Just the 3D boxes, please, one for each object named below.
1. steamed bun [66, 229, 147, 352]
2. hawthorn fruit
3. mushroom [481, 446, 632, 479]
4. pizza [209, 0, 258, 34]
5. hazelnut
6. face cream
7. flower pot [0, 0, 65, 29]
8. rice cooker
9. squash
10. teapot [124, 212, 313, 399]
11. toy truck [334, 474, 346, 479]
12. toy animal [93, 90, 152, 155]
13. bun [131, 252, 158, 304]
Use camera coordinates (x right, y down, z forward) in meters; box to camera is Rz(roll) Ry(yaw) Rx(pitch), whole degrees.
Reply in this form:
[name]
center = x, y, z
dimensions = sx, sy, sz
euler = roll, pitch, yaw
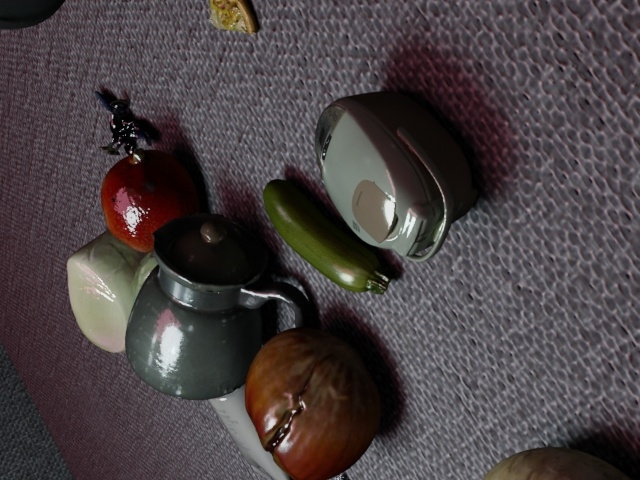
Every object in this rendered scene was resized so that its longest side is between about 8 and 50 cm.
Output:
[steamed bun]
center = -0.384, 0.103, 1.857
dimensions = 0.152, 0.170, 0.239
euler = 20, 132, 26
[hawthorn fruit]
center = -0.281, -0.075, 1.584
dimensions = 0.169, 0.169, 0.188
euler = 38, 136, 38
[mushroom]
center = 0.267, 0.330, 0.992
dimensions = 0.254, 0.195, 0.189
euler = 47, 140, 23
[pizza]
center = -0.133, -0.316, 1.315
dimensions = 0.123, 0.026, 0.108
euler = 60, 151, 8
[hazelnut]
center = -0.016, 0.231, 1.360
dimensions = 0.212, 0.181, 0.181
euler = 43, 161, 15
[face cream]
center = -0.136, 0.327, 1.710
dimensions = 0.143, 0.089, 0.315
euler = 16, 131, 51
[flower pot]
center = -0.461, -0.540, 1.425
dimensions = 0.251, 0.379, 0.380
euler = -22, 92, 38
[rice cooker]
center = 0.081, -0.078, 1.061
dimensions = 0.206, 0.127, 0.145
euler = 47, 145, 23
[squash]
center = 0.000, 0.000, 1.289
dimensions = 0.258, 0.069, 0.069
euler = 42, 142, 34
[teapot]
center = -0.165, 0.107, 1.480
dimensions = 0.305, 0.223, 0.285
euler = 44, 136, 35
[toy truck]
center = 0.048, 0.421, 1.545
dimensions = 0.083, 0.024, 0.032
euler = 53, 124, 16
[toy animal]
center = -0.359, -0.204, 1.714
dimensions = 0.220, 0.062, 0.108
euler = 34, 119, 42
[bun]
center = -0.276, 0.105, 1.733
dimensions = 0.195, 0.118, 0.196
euler = 33, 133, 44
